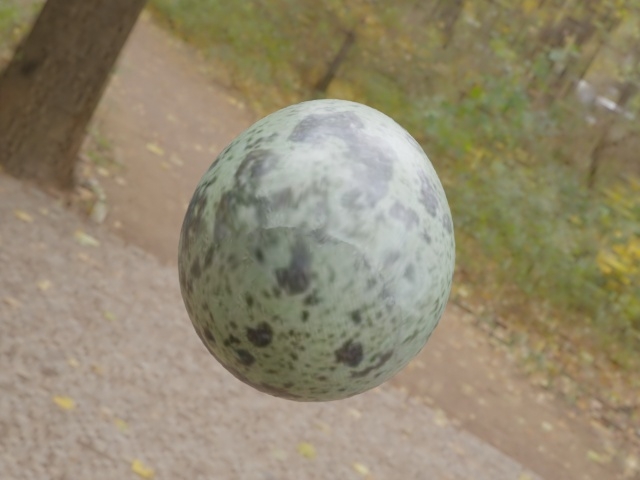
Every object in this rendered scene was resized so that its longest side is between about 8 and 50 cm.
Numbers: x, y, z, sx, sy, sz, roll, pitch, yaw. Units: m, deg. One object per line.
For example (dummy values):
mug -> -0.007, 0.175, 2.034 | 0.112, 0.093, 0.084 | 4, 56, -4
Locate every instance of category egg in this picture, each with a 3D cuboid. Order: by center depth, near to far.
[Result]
egg -> 0.000, 0.000, 0.693 | 0.132, 0.132, 0.172 | 28, 38, -11
